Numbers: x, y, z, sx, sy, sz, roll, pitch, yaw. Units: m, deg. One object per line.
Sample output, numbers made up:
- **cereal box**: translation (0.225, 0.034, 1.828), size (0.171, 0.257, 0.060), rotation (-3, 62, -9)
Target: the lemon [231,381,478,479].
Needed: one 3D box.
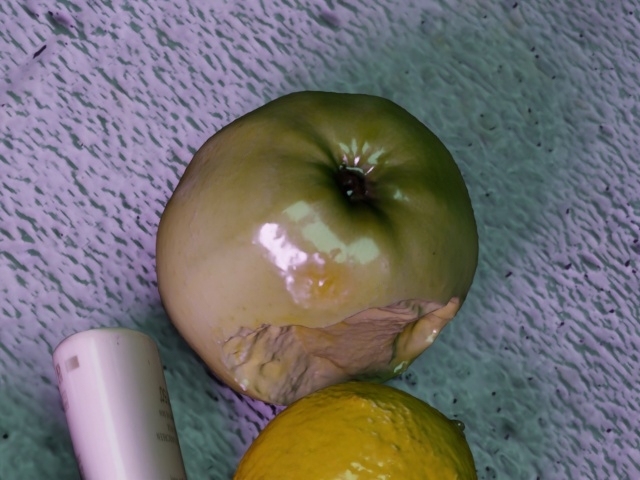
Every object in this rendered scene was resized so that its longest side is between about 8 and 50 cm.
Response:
- **lemon**: translation (0.027, 0.211, 1.573), size (0.231, 0.192, 0.192), rotation (-39, 86, -24)

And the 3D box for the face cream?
- **face cream**: translation (-0.131, 0.247, 1.532), size (0.081, 0.173, 0.348), rotation (-15, 76, 3)

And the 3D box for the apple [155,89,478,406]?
- **apple**: translation (0.000, 0.000, 1.612), size (0.279, 0.279, 0.279), rotation (5, 71, -14)
